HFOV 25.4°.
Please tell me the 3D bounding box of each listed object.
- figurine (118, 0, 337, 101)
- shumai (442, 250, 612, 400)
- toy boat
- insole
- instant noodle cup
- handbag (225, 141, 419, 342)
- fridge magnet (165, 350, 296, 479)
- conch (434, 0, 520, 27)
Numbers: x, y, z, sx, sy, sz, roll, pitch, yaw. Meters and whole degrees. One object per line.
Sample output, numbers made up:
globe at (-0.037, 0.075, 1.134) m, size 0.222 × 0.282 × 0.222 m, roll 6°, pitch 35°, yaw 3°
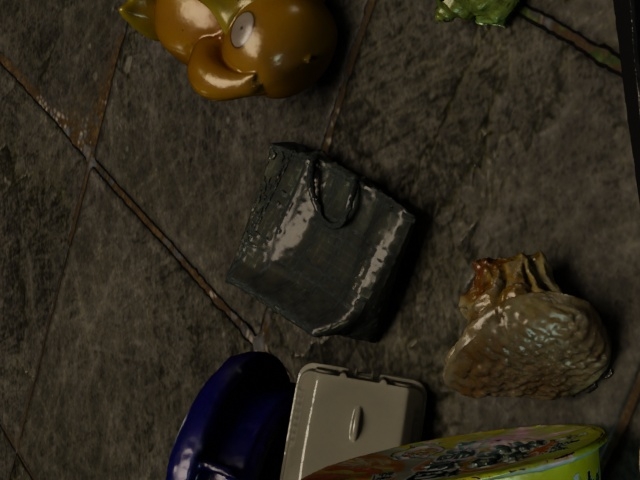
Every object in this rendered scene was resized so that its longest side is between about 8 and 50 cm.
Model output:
figurine at (-0.090, -0.247, 1.560) m, size 0.228 × 0.215 × 0.215 m, roll -173°, pitch 85°, yaw -69°
shumai at (0.177, 0.069, 1.228) m, size 0.145 × 0.146 × 0.116 m, roll -55°, pitch 26°, yaw 38°
toy boat at (0.021, 0.257, 1.408) m, size 0.141 × 0.141 × 0.269 m, roll 23°, pitch 107°, yaw 52°
insole at (0.253, -0.158, 1.149) m, size 0.110 × 0.012 × 0.309 m, roll 52°, pitch -148°, yaw -82°
instant noodle cup at (0.128, 0.273, 1.175) m, size 0.264 × 0.264 × 0.200 m, roll -14°, pitch 87°, yaw 53°
handbag at (0.000, 0.000, 1.492) m, size 0.270 × 0.089 × 0.175 m, roll 30°, pitch 105°, yaw 51°
fridge magnet at (-0.081, 0.246, 1.471) m, size 0.113 × 0.265 × 0.265 m, roll 12°, pitch 100°, yaw 21°
conch at (0.151, -0.239, 1.311) m, size 0.121 × 0.074 × 0.089 m, roll -41°, pitch 87°, yaw 25°
